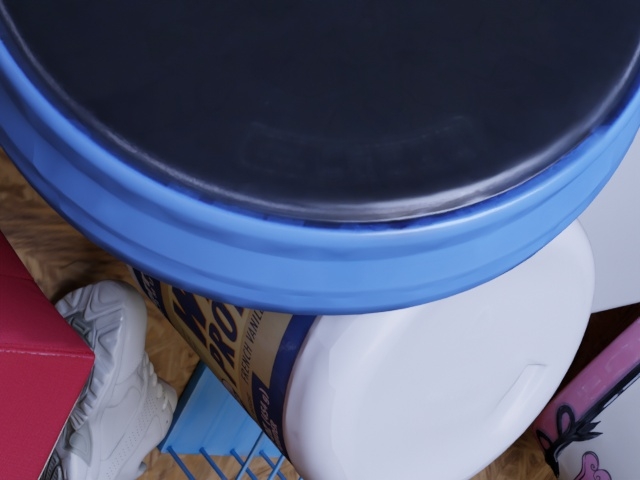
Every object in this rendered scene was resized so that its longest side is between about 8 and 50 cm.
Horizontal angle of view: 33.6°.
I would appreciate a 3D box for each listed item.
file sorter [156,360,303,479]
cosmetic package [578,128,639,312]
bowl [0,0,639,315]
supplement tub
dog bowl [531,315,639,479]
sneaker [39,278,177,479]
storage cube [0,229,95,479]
[{"bbox_3d":[-0.038,0.177,0.982,0.170,0.104,0.118,14,109,-45],"label":"file sorter"},{"bbox_3d":[0.225,-0.050,1.002,0.384,0.156,0.217,-7,125,-39],"label":"cosmetic package"},{"bbox_3d":[0.001,-0.156,0.558,0.391,0.391,0.077,-32,166,-19],"label":"bowl"},{"bbox_3d":[0.000,0.000,0.718,0.228,0.316,0.228,-23,133,-27],"label":"supplement tub"},{"bbox_3d":[0.422,0.168,1.254,0.408,0.150,0.408,-36,161,-14],"label":"dog bowl"},{"bbox_3d":[-0.165,0.117,0.854,0.115,0.090,0.232,-15,138,-41],"label":"sneaker"},{"bbox_3d":[-0.285,0.086,0.640,0.193,0.183,0.215,13,111,-46],"label":"storage cube"}]
